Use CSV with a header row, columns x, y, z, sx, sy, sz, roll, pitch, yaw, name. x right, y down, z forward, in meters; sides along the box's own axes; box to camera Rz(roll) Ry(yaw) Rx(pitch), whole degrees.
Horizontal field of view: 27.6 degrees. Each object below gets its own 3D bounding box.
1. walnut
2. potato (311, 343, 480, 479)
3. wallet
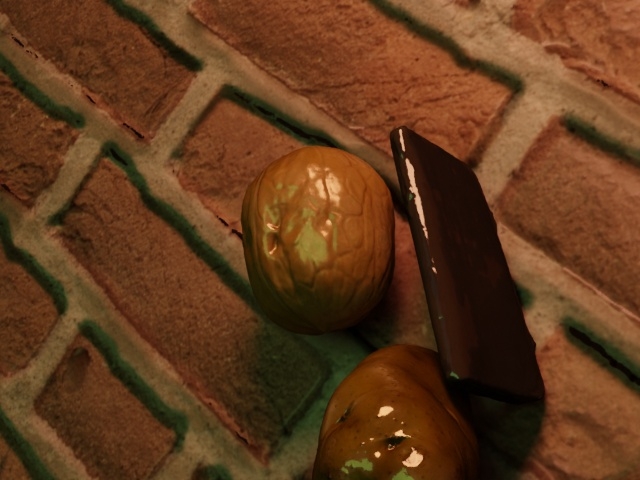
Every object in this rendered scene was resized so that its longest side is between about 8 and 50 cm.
x,y,z,sx,sy,sz,roll,pitch,yaw,name
0.000,0.000,1.527,0.193,0.193,0.225,-25,62,27,walnut
0.081,0.214,1.298,0.195,0.369,0.176,39,108,-2,potato
0.153,0.029,1.407,0.042,0.165,0.309,-30,58,28,wallet
